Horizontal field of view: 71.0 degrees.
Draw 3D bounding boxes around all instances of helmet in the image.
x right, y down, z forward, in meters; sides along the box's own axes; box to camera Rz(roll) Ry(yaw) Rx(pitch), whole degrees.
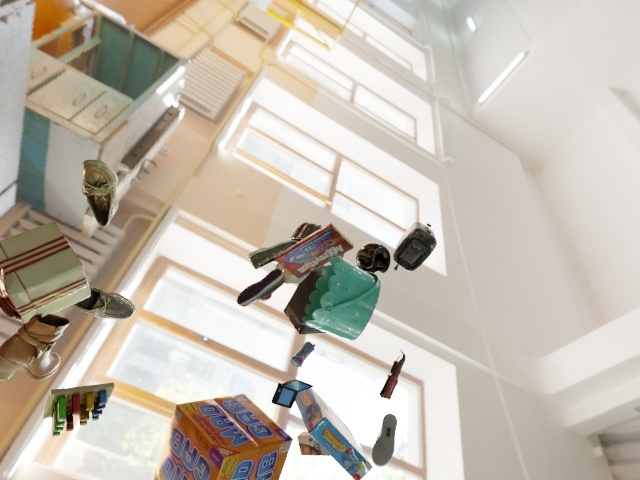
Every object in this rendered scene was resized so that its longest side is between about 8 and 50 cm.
[{"bbox_3d":[0.259,0.094,2.283,0.162,0.169,0.169,1,-118,55],"label":"helmet"}]

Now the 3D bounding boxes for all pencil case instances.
[{"bbox_3d":[-0.085,0.561,2.216,0.070,0.064,0.152,-31,-176,32],"label":"pencil case"}]

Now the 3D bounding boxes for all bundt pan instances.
[{"bbox_3d":[0.000,0.000,2.511,0.124,0.331,0.331,-67,-166,-12],"label":"bundt pan"}]

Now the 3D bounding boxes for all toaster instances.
[{"bbox_3d":[0.400,0.027,1.926,0.227,0.129,0.146,-56,-179,26],"label":"toaster"}]

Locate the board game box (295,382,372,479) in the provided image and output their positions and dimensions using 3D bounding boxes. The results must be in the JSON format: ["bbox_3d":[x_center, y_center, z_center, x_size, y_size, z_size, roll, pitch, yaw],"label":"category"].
[{"bbox_3d":[0.040,0.761,1.806,0.086,0.302,0.308,-41,-165,-7],"label":"board game box"}]

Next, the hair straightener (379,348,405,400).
[{"bbox_3d":[0.313,0.584,1.975,0.230,0.047,0.089,-66,-166,-20],"label":"hair straightener"}]

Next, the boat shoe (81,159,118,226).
[{"bbox_3d":[-0.749,-0.159,1.534,0.285,0.105,0.089,107,-17,-55],"label":"boat shoe"}]

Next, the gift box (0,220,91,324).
[{"bbox_3d":[-0.972,0.100,1.514,0.258,0.255,0.276,-30,153,-33],"label":"gift box"}]

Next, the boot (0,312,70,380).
[{"bbox_3d":[-0.882,0.327,1.428,0.220,0.109,0.283,-50,161,-4],"label":"boot"}]

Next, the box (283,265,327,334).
[{"bbox_3d":[0.029,0.288,2.168,0.183,0.296,0.294,47,-62,40],"label":"box"}]

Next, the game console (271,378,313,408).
[{"bbox_3d":[-0.098,0.544,1.588,0.071,0.122,0.107,9,-111,39],"label":"game console"}]

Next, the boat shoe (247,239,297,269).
[{"bbox_3d":[-0.239,0.073,2.379,0.305,0.091,0.109,-18,165,-35],"label":"boat shoe"}]

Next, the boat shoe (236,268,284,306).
[{"bbox_3d":[-0.195,0.174,1.516,0.183,0.066,0.066,-33,-140,-12],"label":"boat shoe"}]

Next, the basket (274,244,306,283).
[{"bbox_3d":[-0.105,0.103,1.953,0.103,0.113,0.167,-7,143,-54],"label":"basket"}]

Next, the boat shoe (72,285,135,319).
[{"bbox_3d":[-0.909,0.246,1.812,0.097,0.324,0.116,3,-113,64],"label":"boat shoe"}]

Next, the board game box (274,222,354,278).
[{"bbox_3d":[-0.026,0.046,1.739,0.281,0.145,0.027,-31,-143,26],"label":"board game box"}]

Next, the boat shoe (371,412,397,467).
[{"bbox_3d":[0.244,0.772,1.717,0.228,0.080,0.076,-62,161,-55],"label":"boat shoe"}]

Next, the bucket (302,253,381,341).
[{"bbox_3d":[0.075,0.202,1.558,0.281,0.183,0.281,-63,-173,13],"label":"bucket"}]

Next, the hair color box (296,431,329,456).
[{"bbox_3d":[-0.021,0.915,2.022,0.167,0.053,0.093,-20,-98,37],"label":"hair color box"}]

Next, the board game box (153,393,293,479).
[{"bbox_3d":[-0.398,0.897,1.835,0.356,0.356,0.356,24,-82,41],"label":"board game box"}]

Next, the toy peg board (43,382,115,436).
[{"bbox_3d":[-0.685,0.486,1.277,0.161,0.161,0.079,-53,-133,36],"label":"toy peg board"}]
